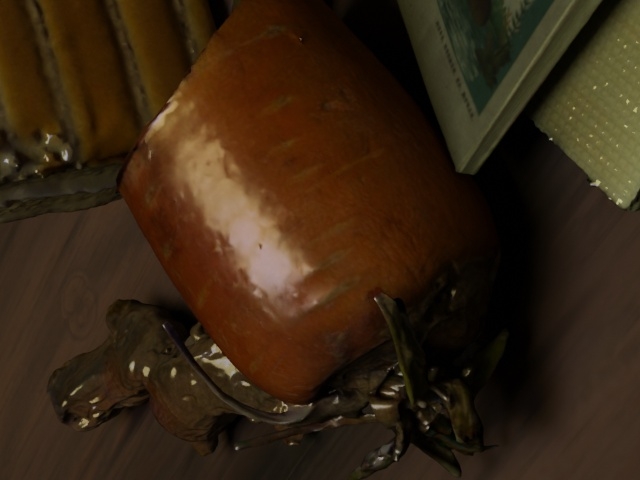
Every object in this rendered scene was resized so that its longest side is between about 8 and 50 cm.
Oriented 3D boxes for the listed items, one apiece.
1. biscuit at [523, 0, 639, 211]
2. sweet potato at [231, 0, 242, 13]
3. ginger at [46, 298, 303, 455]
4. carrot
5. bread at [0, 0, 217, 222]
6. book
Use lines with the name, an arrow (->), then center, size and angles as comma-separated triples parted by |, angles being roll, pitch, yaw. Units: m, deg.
biscuit -> 0.188, -0.127, 1.017 | 0.121, 0.041, 0.199 | 52, 131, 37
sweet potato -> -0.016, -0.187, 1.255 | 0.069, 0.059, 0.249 | 42, 125, 15
ginger -> -0.114, 0.106, 1.418 | 0.290, 0.084, 0.122 | -4, 114, 48
carrot -> 0.000, 0.000, 1.133 | 0.331, 0.214, 0.193 | 51, 146, 11
bread -> -0.201, -0.138, 1.346 | 0.111, 0.239, 0.246 | -44, 62, 62
book -> 0.124, -0.203, 1.061 | 0.282, 0.025, 0.215 | -59, 35, 40
